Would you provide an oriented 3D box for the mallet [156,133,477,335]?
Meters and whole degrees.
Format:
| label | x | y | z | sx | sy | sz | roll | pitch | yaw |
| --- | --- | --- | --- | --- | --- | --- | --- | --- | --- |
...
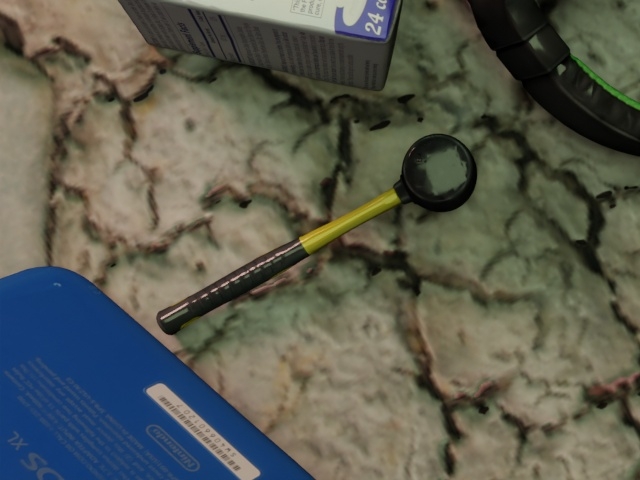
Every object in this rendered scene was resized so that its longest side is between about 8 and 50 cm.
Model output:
| label | x | y | z | sx | sy | sz | roll | pitch | yaw |
| --- | --- | --- | --- | --- | --- | --- | --- | --- | --- |
| mallet | 0.000 | 0.000 | 0.696 | 0.189 | 0.062 | 0.039 | -29 | 83 | 13 |

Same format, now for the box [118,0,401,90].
| label | x | y | z | sx | sy | sz | roll | pitch | yaw |
| --- | --- | --- | --- | --- | --- | --- | --- | --- | --- |
| box | -0.026 | -0.133 | 0.658 | 0.137 | 0.126 | 0.072 | 11 | 86 | 2 |

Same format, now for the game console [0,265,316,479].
| label | x | y | z | sx | sy | sz | roll | pitch | yaw |
| --- | --- | --- | --- | --- | --- | --- | --- | --- | --- |
| game console | -0.139 | 0.182 | 0.599 | 0.293 | 0.250 | 0.173 | 38 | 127 | 25 |

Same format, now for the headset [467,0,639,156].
| label | x | y | z | sx | sy | sz | roll | pitch | yaw |
| --- | --- | --- | --- | --- | --- | --- | --- | --- | --- |
| headset | 0.155 | -0.222 | 0.628 | 0.243 | 0.185 | 0.394 | -38 | 98 | -7 |
